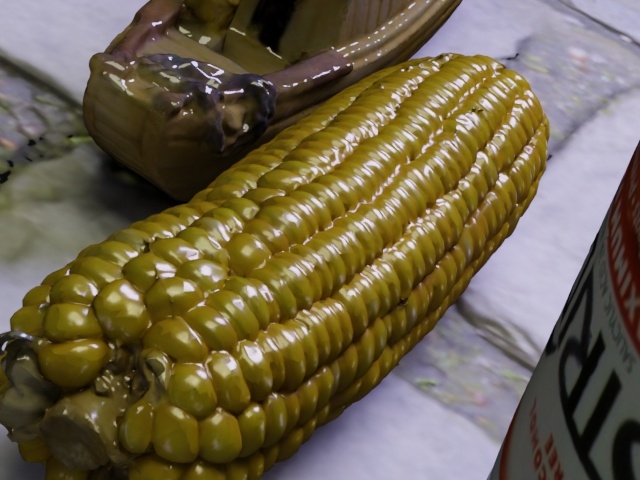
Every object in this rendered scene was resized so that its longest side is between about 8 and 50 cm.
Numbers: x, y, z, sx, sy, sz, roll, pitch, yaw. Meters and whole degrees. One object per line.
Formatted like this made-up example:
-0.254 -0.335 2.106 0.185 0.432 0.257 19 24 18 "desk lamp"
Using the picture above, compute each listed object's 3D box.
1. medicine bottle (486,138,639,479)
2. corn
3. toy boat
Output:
0.189 0.072 0.604 0.252 0.241 0.252 12 37 -9 "medicine bottle"
0.004 0.002 0.728 0.102 0.102 0.313 32 40 17 "corn"
0.003 -0.116 0.862 0.089 0.121 0.321 35 39 12 "toy boat"
